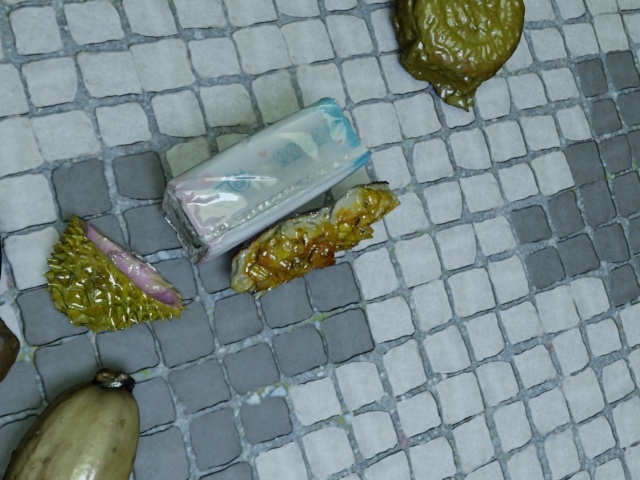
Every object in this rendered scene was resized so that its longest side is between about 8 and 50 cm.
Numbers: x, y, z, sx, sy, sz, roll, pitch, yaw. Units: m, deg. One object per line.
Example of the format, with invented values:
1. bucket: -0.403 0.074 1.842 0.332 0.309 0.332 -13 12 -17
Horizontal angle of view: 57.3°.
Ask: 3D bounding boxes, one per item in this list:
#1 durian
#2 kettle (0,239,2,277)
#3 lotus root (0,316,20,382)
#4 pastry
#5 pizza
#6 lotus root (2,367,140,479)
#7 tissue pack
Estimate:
1. durian: -0.295 0.053 0.821 0.132 0.165 0.182 -53 127 -47
2. kettle: -0.528 0.019 0.734 0.233 0.144 0.202 -10 44 -14
3. lotus root: -0.471 0.148 0.768 0.112 0.081 0.122 -40 96 -11
4. pastry: 0.241 -0.389 1.032 0.240 0.132 0.235 33 74 -11
5. pizza: 0.000 0.000 0.890 0.306 0.161 0.085 -27 80 -17
6. lotus root: -0.326 0.292 0.764 0.155 0.140 0.256 7 65 23
7. tissue pack: -0.086 -0.082 0.855 0.271 0.201 0.124 -33 90 -20
